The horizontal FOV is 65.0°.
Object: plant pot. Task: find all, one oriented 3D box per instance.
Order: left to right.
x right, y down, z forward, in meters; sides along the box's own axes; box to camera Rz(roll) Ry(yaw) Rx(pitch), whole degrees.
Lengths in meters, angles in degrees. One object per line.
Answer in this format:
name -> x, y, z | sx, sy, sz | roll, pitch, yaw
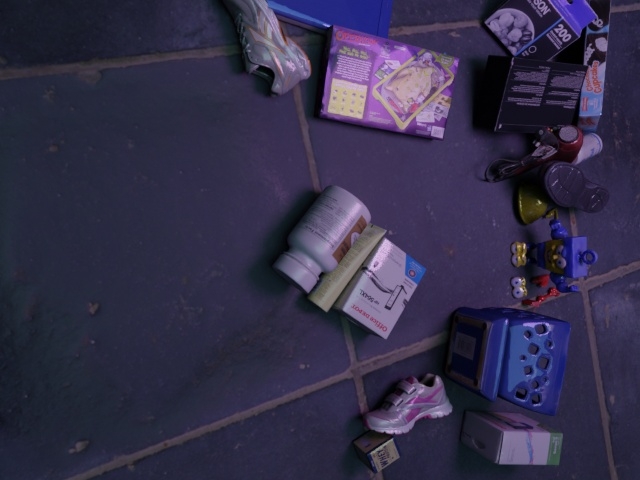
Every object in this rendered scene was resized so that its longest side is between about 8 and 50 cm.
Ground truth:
plant pot -> 0.461, 0.290, 1.290 | 0.211, 0.236, 0.236 | 10, 88, -15

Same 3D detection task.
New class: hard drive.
hard drive -> 0.023, -0.591, 1.175 | 0.318, 0.040, 0.211 | 9, 89, -23

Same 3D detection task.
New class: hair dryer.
hair dryer -> 0.598, -0.237, 1.370 | 0.293, 0.223, 0.080 | 1, 66, -34

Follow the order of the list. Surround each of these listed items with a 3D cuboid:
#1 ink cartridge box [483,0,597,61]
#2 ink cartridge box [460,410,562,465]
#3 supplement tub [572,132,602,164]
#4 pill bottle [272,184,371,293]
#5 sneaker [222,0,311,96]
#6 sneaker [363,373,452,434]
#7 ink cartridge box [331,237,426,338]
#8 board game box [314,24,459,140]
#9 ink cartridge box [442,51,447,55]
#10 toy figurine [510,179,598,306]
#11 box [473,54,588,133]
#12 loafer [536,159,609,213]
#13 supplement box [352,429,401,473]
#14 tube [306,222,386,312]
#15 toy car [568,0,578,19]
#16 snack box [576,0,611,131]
ink cartridge box -> 0.582, -0.584, 1.328 | 0.206, 0.208, 0.045 | 38, 40, -19
ink cartridge box -> 0.511, 0.530, 1.352 | 0.212, 0.154, 0.093 | 9, 88, -22
supplement tub -> 0.764, -0.268, 1.476 | 0.107, 0.071, 0.071 | -25, 101, -19
pill bottle -> 0.000, 0.000, 1.137 | 0.131, 0.131, 0.229 | 42, 77, -18
sneaker -> -0.140, -0.431, 1.087 | 0.121, 0.099, 0.262 | -45, 106, -10
sneaker -> 0.212, 0.403, 1.262 | 0.252, 0.103, 0.112 | -11, 92, -28
ink cartridge box -> 0.139, 0.115, 1.222 | 0.148, 0.086, 0.203 | 35, 78, -20
board game box -> 0.164, -0.373, 1.218 | 0.346, 0.056, 0.209 | 6, 104, -22
ink cartridge box -> 0.301, -0.440, 1.302 | 0.083, 0.028, 0.048 | -44, 107, -16
toy figurine -> 0.669, 0.011, 1.367 | 0.191, 0.217, 0.363 | -2, 93, -22
box -> 0.559, -0.387, 1.343 | 0.260, 0.103, 0.185 | -3, 112, -23
loafer -> 0.678, -0.150, 1.386 | 0.302, 0.095, 0.109 | 16, 109, -34
supplement box -> 0.138, 0.511, 1.236 | 0.083, 0.083, 0.056 | -26, 101, -19
tube -> 0.060, 0.058, 1.194 | 0.070, 0.062, 0.240 | 34, 81, 3
toy car -> 0.653, -0.625, 1.383 | 0.182, 0.136, 0.159 | 43, 76, -18
snack box -> 0.770, -0.487, 1.421 | 0.187, 0.060, 0.323 | 7, 89, -65
